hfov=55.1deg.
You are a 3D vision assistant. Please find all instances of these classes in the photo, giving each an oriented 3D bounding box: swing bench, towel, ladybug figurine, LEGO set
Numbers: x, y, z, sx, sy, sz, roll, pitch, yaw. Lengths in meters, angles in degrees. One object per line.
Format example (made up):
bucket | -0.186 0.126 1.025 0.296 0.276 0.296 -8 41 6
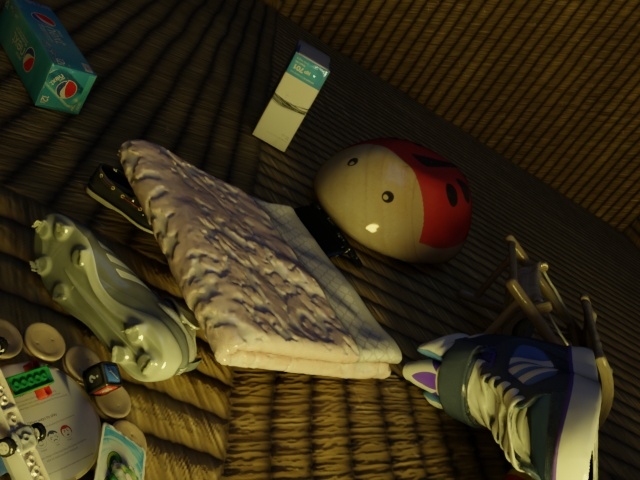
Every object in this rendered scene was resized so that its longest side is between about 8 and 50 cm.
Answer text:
swing bench | 0.364 0.155 1.019 0.254 0.165 0.253 37 24 2
towel | -0.071 0.027 0.764 0.317 0.053 0.332 21 26 -49
ladybug figurine | 0.171 -0.095 1.225 0.305 0.162 0.449 44 25 20
LEGO set | -0.188 0.154 0.385 0.182 0.060 0.244 53 15 -36

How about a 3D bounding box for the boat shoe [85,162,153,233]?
boat shoe | -0.227 -0.048 0.768 0.133 0.042 0.049 33 22 -10

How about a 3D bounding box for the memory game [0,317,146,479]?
memory game | -0.204 0.134 0.445 0.186 0.012 0.186 45 19 -20

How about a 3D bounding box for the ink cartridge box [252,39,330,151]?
ink cartridge box | -0.058 -0.298 1.262 0.082 0.191 0.140 28 25 -13

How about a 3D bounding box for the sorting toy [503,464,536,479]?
sorting toy | 0.335 0.334 0.668 0.046 0.274 0.132 -48 116 -28

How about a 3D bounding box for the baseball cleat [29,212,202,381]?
baseball cleat | -0.198 0.057 0.604 0.206 0.072 0.109 49 13 17

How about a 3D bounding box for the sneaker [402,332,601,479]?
sneaker | 0.204 0.199 0.735 0.236 0.130 0.322 1 10 22

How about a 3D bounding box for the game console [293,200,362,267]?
game console | 0.000 0.000 1.012 0.122 0.071 0.107 55 0 35

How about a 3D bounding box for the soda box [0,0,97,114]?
soda box | -0.411 -0.279 0.908 0.067 0.071 0.210 6 38 -49
